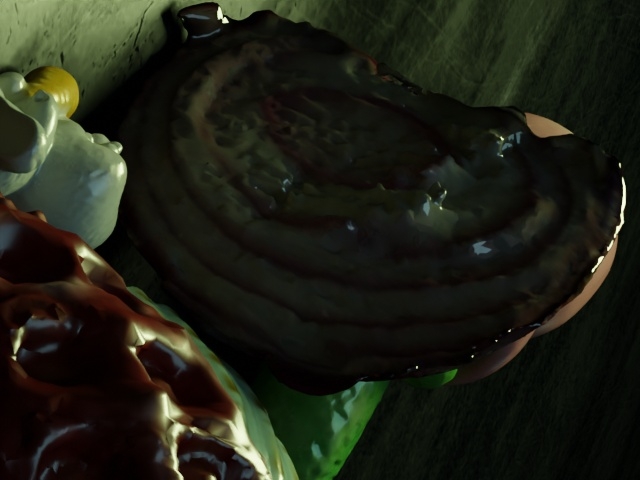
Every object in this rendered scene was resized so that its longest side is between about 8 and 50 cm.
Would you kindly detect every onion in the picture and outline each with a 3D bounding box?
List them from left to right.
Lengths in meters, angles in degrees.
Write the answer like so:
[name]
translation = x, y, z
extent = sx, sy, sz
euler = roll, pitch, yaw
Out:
[onion]
translation = 0.000, 0.000, 1.048
extent = 0.280, 0.314, 0.146
euler = -44, 158, -40

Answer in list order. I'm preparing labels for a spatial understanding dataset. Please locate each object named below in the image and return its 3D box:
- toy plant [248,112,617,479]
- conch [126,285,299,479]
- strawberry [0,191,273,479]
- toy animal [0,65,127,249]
[toy plant]
translation = 0.069, 0.044, 1.331
extent = 0.356, 0.210, 0.317
euler = -28, 130, -47
[conch]
translation = -0.120, 0.185, 0.867
extent = 0.303, 0.215, 0.319
euler = -54, 150, -9
[strawberry]
translation = -0.184, 0.081, 0.520
extent = 0.295, 0.345, 0.317
euler = 77, 33, -49
[toy animal]
translation = -0.159, -0.023, 0.906
extent = 0.127, 0.131, 0.182
euler = -42, 144, -3
